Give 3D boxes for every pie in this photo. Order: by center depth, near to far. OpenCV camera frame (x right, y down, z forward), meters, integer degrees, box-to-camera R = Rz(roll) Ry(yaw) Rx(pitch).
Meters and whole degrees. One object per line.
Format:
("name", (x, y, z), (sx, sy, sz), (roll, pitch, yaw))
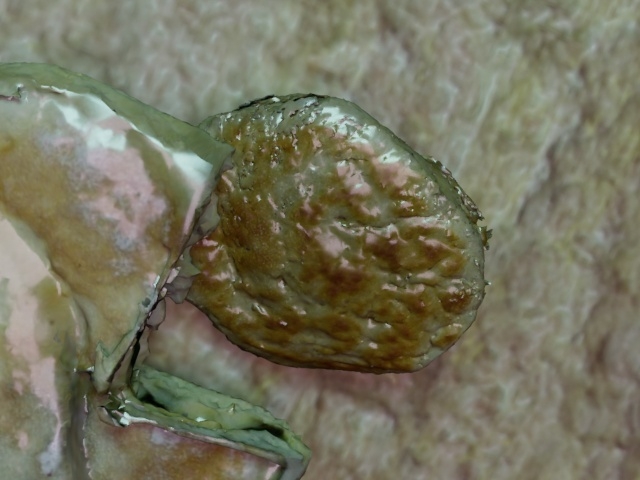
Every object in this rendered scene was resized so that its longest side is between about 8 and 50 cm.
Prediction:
("pie", (-0.170, 0.073, 0.533), (0.338, 0.075, 0.337), (-1, 105, -5))
("pie", (0.000, 0.000, 0.573), (0.163, 0.079, 0.193), (-41, 105, 12))
